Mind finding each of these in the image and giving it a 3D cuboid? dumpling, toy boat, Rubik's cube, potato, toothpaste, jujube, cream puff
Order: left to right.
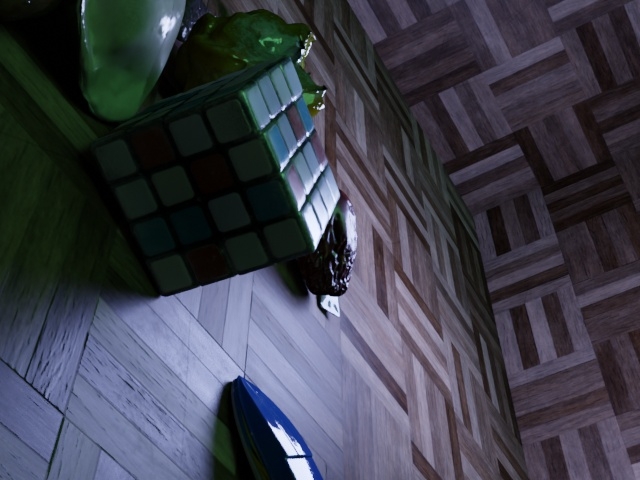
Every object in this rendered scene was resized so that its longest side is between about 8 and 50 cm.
[{"bbox_3d":[-0.305,-0.366,1.329,0.181,0.341,0.260,30,-4,15],"label":"dumpling"},{"bbox_3d":[-0.296,-0.451,1.696,0.261,0.100,0.120,58,53,-68],"label":"potato"},{"bbox_3d":[-0.142,-0.102,1.347,0.259,0.256,0.253,-65,136,-65],"label":"Rubik's cube"},{"bbox_3d":[-0.148,-0.273,1.676,0.274,0.269,0.323,18,39,-19],"label":"cream puff"},{"bbox_3d":[-0.065,0.332,1.348,0.295,0.088,0.129,61,16,22],"label":"toy boat"},{"bbox_3d":[0.000,0.000,1.842,0.168,0.168,0.236,5,77,-69],"label":"jujube"},{"bbox_3d":[0.014,0.067,1.958,0.064,0.041,0.218,34,37,-38],"label":"toothpaste"}]

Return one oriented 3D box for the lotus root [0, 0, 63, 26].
[{"bbox_3d":[-0.406,-0.344,1.156,0.124,0.123,0.241,54,16,-6],"label":"lotus root"}]
